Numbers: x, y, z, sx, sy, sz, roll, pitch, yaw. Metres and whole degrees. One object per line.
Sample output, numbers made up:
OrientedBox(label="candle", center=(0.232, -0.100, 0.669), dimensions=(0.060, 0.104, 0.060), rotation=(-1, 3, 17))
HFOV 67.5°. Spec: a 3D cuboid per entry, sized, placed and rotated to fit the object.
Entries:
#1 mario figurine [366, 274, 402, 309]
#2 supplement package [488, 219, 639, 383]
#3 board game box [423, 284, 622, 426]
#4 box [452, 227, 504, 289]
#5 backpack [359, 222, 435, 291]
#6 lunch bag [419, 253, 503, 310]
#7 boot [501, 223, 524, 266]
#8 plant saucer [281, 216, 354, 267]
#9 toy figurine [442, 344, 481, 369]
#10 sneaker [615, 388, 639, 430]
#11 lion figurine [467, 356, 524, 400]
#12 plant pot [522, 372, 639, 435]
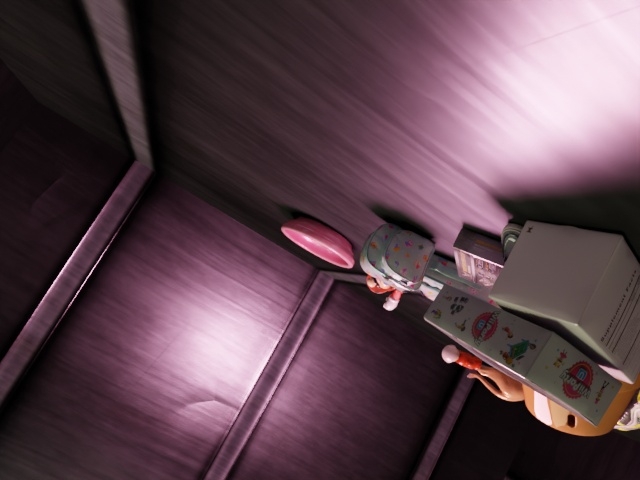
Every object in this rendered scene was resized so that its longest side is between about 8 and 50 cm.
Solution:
OrientedBox(label="mario figurine", center=(0.228, 0.133, 1.703), dimensions=(0.170, 0.197, 0.320), rotation=(18, 166, -2))
OrientedBox(label="supplement package", center=(0.492, 0.117, 0.910), dimensions=(0.293, 0.175, 0.178), rotation=(36, 170, -34))
OrientedBox(label="board game box", center=(0.382, 0.215, 0.952), dimensions=(0.224, 0.097, 0.303), rotation=(34, 177, -23))
OrientedBox(label="box", center=(0.428, 0.065, 1.177), dimensions=(0.183, 0.056, 0.231), rotation=(24, 168, 27))
OrientedBox(label="backpack", center=(0.212, 0.043, 1.347), dimensions=(0.189, 0.165, 0.144), rotation=(25, 168, 3))
OrientedBox(label="lunch bag", center=(0.419, 0.148, 1.463), dimensions=(0.279, 0.107, 0.224), rotation=(24, 169, 28))
OrientedBox(label="boot", center=(0.405, 0.062, 0.980), dimensions=(0.069, 0.086, 0.189), rotation=(1, 130, 46))
OrientedBox(label="plant saucer", center=(0.000, 0.000, 1.961), dimensions=(0.332, 0.084, 0.332), rotation=(27, 170, 5))
OrientedBox(label="toy figurine", center=(0.507, 0.307, 1.597), dimensions=(0.148, 0.212, 0.209), rotation=(23, 143, -20))
OrientedBox(label="sneaker", center=(0.883, 0.428, 1.253), dimensions=(0.147, 0.145, 0.384), rotation=(20, 150, 15))
OrientedBox(label="lion figurine", center=(0.699, 0.436, 1.573), dimensions=(0.142, 0.392, 0.240), rotation=(42, -162, -37))
OrientedBox(label="plant pot", center=(0.609, 0.320, 1.146), dimensions=(0.291, 0.203, 0.291), rotation=(0, -165, 0))
